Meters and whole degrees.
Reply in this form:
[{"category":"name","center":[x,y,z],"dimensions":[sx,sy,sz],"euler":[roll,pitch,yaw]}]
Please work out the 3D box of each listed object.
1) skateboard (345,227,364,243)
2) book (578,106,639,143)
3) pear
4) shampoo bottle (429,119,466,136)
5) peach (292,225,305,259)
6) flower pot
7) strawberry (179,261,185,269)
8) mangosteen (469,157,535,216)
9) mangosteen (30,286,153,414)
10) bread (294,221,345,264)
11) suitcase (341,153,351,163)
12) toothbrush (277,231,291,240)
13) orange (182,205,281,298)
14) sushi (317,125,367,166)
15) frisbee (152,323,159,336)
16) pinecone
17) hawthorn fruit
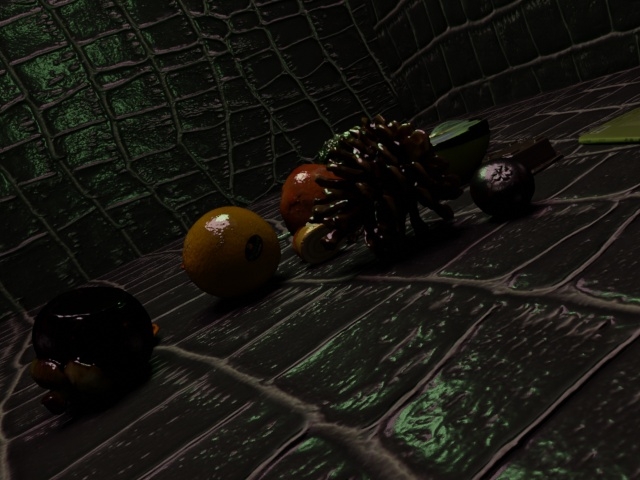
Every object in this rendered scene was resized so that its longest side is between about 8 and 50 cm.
[{"category":"skateboard","center":[0.083,-0.023,1.587],"dimensions":[0.080,0.067,0.151],"euler":[-18,15,-29]},{"category":"book","center":[0.926,-0.327,1.412],"dimensions":[0.239,0.035,0.352],"euler":[-25,13,-3]},{"category":"pear","center":[0.434,-0.292,1.810],"dimensions":[0.398,0.165,0.399],"euler":[-21,13,5]},{"category":"shampoo bottle","center":[0.580,-0.423,2.134],"dimensions":[0.221,0.152,0.349],"euler":[-19,14,5]},{"category":"peach","center":[-0.040,0.006,1.564],"dimensions":[0.100,0.101,0.101],"euler":[-22,13,5]},{"category":"flower pot","center":[0.597,-0.248,1.543],"dimensions":[0.250,0.084,0.178],"euler":[-29,14,-23]},{"category":"strawberry","center":[-0.432,0.082,1.956],"dimensions":[0.192,0.085,0.140],"euler":[-37,26,-31]},{"category":"mangosteen","center":[0.437,-0.122,1.220],"dimensions":[0.152,0.153,0.152],"euler":[-22,13,5]},{"category":"mangosteen","center":[-0.521,0.239,1.144],"dimensions":[0.287,0.233,0.288],"euler":[5,24,-2]},{"category":"bread","center":[0.000,0.000,1.474],"dimensions":[0.149,0.122,0.073],"euler":[-29,26,-12]},{"category":"suitcase","center":[0.148,-0.227,1.946],"dimensions":[0.066,0.207,0.285],"euler":[-14,16,17]},{"category":"toothbrush","center":[-0.085,-0.044,2.028],"dimensions":[0.256,0.018,0.024],"euler":[-25,19,-14]},{"category":"orange","center":[-0.251,0.035,1.443],"dimensions":[0.274,0.275,0.274],"euler":[-22,13,5]},{"category":"sushi","center":[0.159,-0.330,2.163],"dimensions":[0.351,0.294,0.178],"euler":[-21,17,1]},{"category":"frisbee","center":[-0.521,0.290,1.371],"dimensions":[0.191,0.035,0.192],"euler":[-22,13,5]},{"category":"pinecone","center":[0.138,-0.105,1.279],"dimensions":[0.383,0.385,0.384],"euler":[-22,13,5]},{"category":"hawthorn fruit","center":[0.018,-0.135,1.728],"dimensions":[0.307,0.276,0.276],"euler":[-8,14,4]}]
